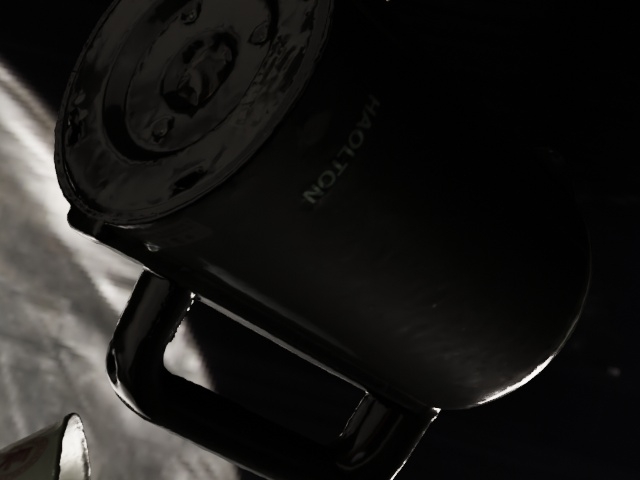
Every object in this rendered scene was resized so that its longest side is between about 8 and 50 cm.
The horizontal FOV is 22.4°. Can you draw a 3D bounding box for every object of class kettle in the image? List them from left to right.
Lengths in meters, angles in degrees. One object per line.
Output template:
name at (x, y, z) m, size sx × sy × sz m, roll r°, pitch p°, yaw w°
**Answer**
kettle at (0.012, -0.005, 0.965) m, size 0.308 × 0.203 × 0.262 m, roll 37°, pitch 53°, yaw -41°

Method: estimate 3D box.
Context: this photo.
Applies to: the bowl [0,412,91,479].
bowl at (-0.284, 0.317, 1.394) m, size 0.337 × 0.157 × 0.337 m, roll 179°, pitch -90°, yaw -88°
